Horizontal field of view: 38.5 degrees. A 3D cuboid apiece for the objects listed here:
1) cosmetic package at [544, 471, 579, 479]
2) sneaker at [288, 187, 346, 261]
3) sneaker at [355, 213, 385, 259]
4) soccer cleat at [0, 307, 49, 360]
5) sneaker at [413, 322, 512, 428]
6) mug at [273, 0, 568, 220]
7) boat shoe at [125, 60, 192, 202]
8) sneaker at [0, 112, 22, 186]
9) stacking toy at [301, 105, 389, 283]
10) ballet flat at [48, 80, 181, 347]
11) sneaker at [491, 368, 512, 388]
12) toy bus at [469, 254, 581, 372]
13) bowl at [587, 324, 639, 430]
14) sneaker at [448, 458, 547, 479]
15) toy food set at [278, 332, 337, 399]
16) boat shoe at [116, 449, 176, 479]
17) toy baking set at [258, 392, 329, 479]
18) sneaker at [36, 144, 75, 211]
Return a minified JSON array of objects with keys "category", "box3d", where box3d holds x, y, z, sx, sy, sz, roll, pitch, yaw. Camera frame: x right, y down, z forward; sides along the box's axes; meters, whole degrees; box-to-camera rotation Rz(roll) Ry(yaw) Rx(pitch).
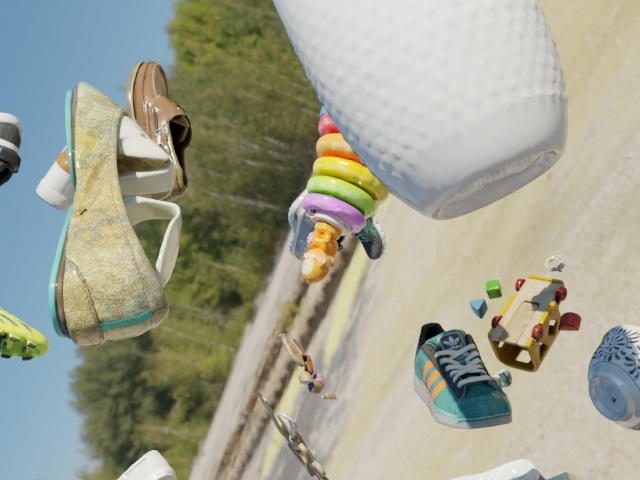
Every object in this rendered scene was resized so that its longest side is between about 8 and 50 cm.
[{"category":"cosmetic package","box3d":[0.340,0.499,1.278,0.113,0.160,0.310,34,-145,-60]},{"category":"sneaker","box3d":[0.000,0.000,1.949,0.105,0.115,0.281,-48,-19,-12]},{"category":"sneaker","box3d":[0.077,-0.033,1.840,0.065,0.076,0.167,1,113,53]},{"category":"soccer cleat","box3d":[-0.687,0.156,1.885,0.121,0.289,0.093,-73,3,-46]},{"category":"sneaker","box3d":[0.214,0.211,1.468,0.302,0.108,0.121,-153,56,-74]},{"category":"mug","box3d":[0.132,-0.192,1.100,0.374,0.276,0.328,81,164,-76]},{"category":"boat shoe","box3d":[-0.270,-0.188,1.583,0.111,0.104,0.307,56,-156,-58]},{"category":"sneaker","box3d":[-0.552,-0.117,1.351,0.079,0.216,0.121,73,-171,-62]},{"category":"stacking toy","box3d":[0.036,-0.070,1.444,0.175,0.165,0.302,-10,54,66]},{"category":"ballet flat","box3d":[-0.195,-0.039,0.901,0.349,0.123,0.123,-103,28,-47]},{"category":"sneaker","box3d":[0.347,0.294,1.879,0.069,0.038,0.098,-22,-4,38]},{"category":"toy bus","box3d":[0.402,0.150,1.722,0.191,0.202,0.104,-101,-13,-53]},{"category":"bowl","box3d":[0.449,0.216,1.348,0.080,0.170,0.170,-22,-22,-28]},{"category":"sneaker","box3d":[0.417,0.659,2.142,0.322,0.236,0.130,-28,18,23]},{"category":"toy food set","box3d":[-0.023,0.199,1.418,0.019,0.122,0.078,-39,-21,12]},{"category":"boat shoe","box3d":[-0.284,0.367,1.280,0.184,0.066,0.063,-47,50,6]},{"category":"toy baking set","box3d":[-0.034,0.402,1.793,0.030,0.256,0.197,-36,-14,-15]},{"category":"sneaker","box3d":[-0.394,-0.130,1.623,0.123,0.106,0.290,-57,3,12]}]
